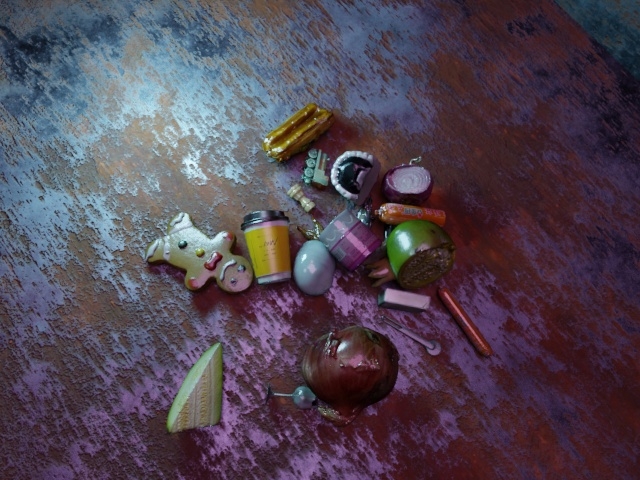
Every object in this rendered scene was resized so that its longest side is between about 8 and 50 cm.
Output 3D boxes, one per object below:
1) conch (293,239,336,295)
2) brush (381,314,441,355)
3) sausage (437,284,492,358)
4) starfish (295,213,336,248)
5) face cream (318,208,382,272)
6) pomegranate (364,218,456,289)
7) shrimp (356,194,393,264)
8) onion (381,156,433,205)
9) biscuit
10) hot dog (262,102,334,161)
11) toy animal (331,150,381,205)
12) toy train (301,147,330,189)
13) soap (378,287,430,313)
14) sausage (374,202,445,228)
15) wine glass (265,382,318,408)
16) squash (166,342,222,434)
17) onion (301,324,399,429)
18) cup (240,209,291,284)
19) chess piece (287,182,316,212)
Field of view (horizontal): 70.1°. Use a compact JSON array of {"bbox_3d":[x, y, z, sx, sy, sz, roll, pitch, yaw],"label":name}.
[{"bbox_3d":[-0.017,0.106,1.796,0.185,0.121,0.221,-3,83,-33],"label":"conch"},{"bbox_3d":[0.360,0.373,1.818,0.266,0.027,0.062,31,72,7],"label":"brush"},{"bbox_3d":[0.580,0.326,1.839,0.053,0.053,0.348,-32,79,-14],"label":"sausage"},{"bbox_3d":[0.000,-0.002,1.870,0.213,0.057,0.238,-27,77,-6],"label":"starfish"},{"bbox_3d":[0.115,0.001,1.774,0.175,0.175,0.195,-43,85,-16],"label":"face cream"},{"bbox_3d":[0.339,0.049,1.787,0.359,0.310,0.216,-20,58,7],"label":"pomegranate"},{"bbox_3d":[0.226,-0.037,1.899,0.178,0.075,0.289,15,72,-8],"label":"shrimp"},{"bbox_3d":[0.363,-0.222,1.913,0.207,0.200,0.200,-23,77,-9],"label":"onion"},{"bbox_3d":[-0.448,0.061,1.769,0.432,0.064,0.283,31,72,11],"label":"biscuit"},{"bbox_3d":[-0.092,-0.457,1.964,0.158,0.117,0.349,38,70,26],"label":"hot dog"},{"bbox_3d":[0.142,-0.269,1.898,0.156,0.204,0.208,29,97,19],"label":"toy animal"},{"bbox_3d":[-0.015,-0.310,1.956,0.118,0.074,0.176,16,67,-12],"label":"toy train"},{"bbox_3d":[0.327,0.240,1.800,0.183,0.121,0.063,11,73,-4],"label":"soap"},{"bbox_3d":[0.363,-0.101,1.879,0.312,0.093,0.093,6,72,-22],"label":"sausage"},{"bbox_3d":[-0.100,0.573,1.673,0.195,0.079,0.079,7,73,-4],"label":"wine glass"},{"bbox_3d":[-0.461,0.519,1.626,0.203,0.111,0.288,7,73,-40],"label":"squash"},{"bbox_3d":[0.104,0.438,1.596,0.354,0.353,0.353,2,73,-6],"label":"onion"},{"bbox_3d":[-0.199,0.025,1.778,0.196,0.196,0.279,-10,83,-10],"label":"cup"},{"bbox_3d":[-0.075,-0.176,1.912,0.122,0.066,0.066,45,74,2],"label":"chess piece"}]
